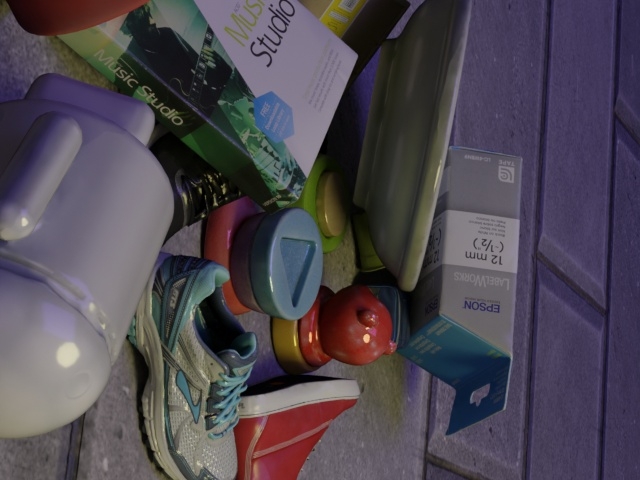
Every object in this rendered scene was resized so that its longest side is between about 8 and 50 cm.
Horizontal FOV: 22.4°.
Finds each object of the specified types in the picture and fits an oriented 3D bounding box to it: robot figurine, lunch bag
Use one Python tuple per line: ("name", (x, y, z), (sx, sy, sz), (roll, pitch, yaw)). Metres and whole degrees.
("robot figurine", (-0.249, 0.022, 1.384), (0.300, 0.200, 0.353), (101, 5, -53))
("lunch bag", (0.080, 0.108, 2.197), (0.065, 0.067, 0.098), (14, 76, -63))

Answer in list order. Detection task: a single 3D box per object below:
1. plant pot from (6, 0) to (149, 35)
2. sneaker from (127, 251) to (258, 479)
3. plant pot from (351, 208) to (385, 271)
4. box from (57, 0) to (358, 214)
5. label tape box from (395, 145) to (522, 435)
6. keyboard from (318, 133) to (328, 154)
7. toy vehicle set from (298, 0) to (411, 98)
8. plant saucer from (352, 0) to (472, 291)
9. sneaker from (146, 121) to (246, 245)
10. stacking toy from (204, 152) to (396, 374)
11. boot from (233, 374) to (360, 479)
("plant pot", (-0.219, -0.358, 1.445), (0.243, 0.275, 0.275), (57, 38, -31))
("sneaker", (-0.124, 0.146, 1.714), (0.110, 0.122, 0.283), (-48, 129, -55))
("plant pot", (0.080, -0.009, 2.208), (0.083, 0.083, 0.079), (-37, 109, -59))
("box", (-0.118, -0.211, 1.689), (0.322, 0.058, 0.232), (39, 47, -21))
("label tape box", (0.181, 0.074, 2.221), (0.249, 0.115, 0.347), (130, -31, -71))
("keyboard", (-0.033, -0.160, 2.045), (0.180, 0.023, 0.108), (44, 49, -53))
("toy vehicle set", (-0.001, -0.257, 1.946), (0.166, 0.035, 0.267), (-53, 157, 11))
("plant saucer", (0.107, -0.139, 2.025), (0.400, 0.101, 0.400), (10, 90, -89))
("sneaker", (-0.115, -0.082, 1.730), (0.283, 0.124, 0.107), (-61, 156, -46))
("stacking toy", (0.000, 0.000, 1.955), (0.309, 0.130, 0.279), (43, 54, -55))
("boot", (-0.032, 0.254, 1.938), (0.244, 0.088, 0.176), (-9, 96, -56))
